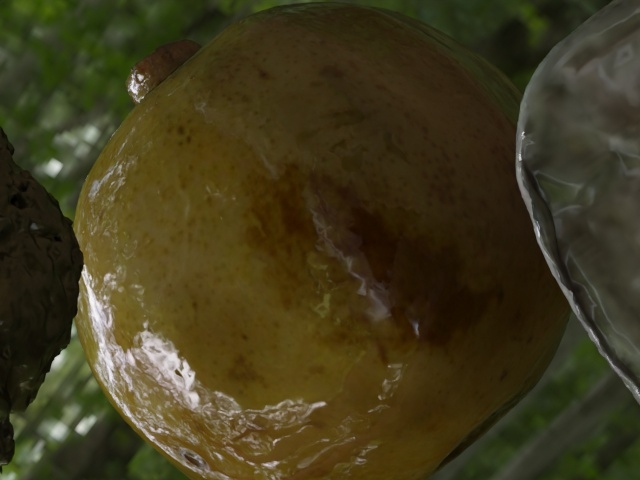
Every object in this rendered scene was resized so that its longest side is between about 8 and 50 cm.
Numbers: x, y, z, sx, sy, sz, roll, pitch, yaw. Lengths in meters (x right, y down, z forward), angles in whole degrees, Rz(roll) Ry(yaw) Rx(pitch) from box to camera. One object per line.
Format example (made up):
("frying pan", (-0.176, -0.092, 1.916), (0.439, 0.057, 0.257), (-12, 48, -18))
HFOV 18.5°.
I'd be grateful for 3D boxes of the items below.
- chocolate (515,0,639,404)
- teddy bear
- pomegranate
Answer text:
("chocolate", (0.206, 0.023, 0.744), (0.303, 0.185, 0.100), (57, -170, -8))
("teddy bear", (-0.211, 0.051, 0.990), (0.156, 0.256, 0.267), (3, -125, -25))
("pomegranate", (0.000, 0.000, 1.476), (0.416, 0.417, 0.417), (24, -143, -20))
